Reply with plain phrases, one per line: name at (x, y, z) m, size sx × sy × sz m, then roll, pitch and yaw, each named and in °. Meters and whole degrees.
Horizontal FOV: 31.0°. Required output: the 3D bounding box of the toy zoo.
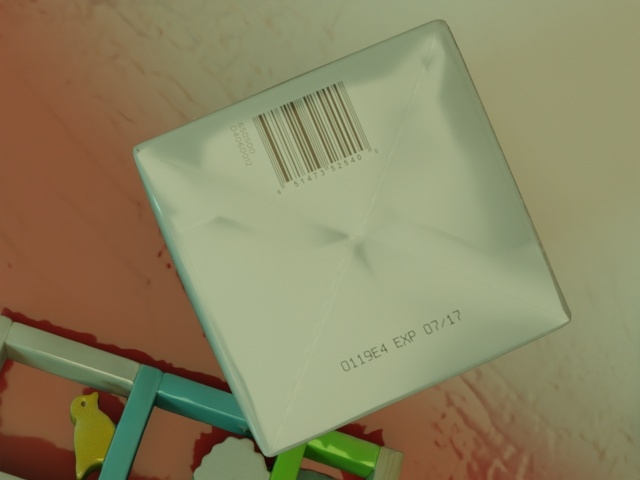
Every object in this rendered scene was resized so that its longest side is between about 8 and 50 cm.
toy zoo at (-0.118, 0.158, 0.616) m, size 0.293 × 0.030 × 0.192 m, roll 18°, pitch 63°, yaw -3°

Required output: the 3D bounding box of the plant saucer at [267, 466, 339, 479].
plant saucer at (-0.027, 0.229, 0.662) m, size 0.195 × 0.037 × 0.194 m, roll 0°, pitch 89°, yaw -7°

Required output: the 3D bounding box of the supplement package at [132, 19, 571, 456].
supplement package at (0.000, 0.000, 0.564) m, size 0.139 × 0.244 × 0.133 m, roll -23°, pitch 92°, yaw -7°
